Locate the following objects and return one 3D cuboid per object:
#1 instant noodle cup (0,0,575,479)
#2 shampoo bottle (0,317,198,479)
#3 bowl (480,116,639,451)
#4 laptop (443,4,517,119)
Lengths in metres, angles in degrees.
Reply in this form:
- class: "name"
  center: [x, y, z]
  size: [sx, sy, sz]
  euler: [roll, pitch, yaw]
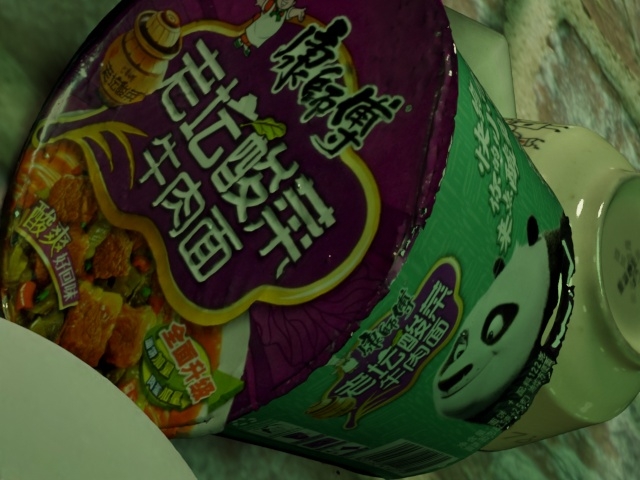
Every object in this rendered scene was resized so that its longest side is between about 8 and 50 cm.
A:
- class: "instant noodle cup"
  center: [0.000, 0.000, 0.615]
  size: [0.190, 0.251, 0.251]
  euler: [35, 53, -48]
- class: "shampoo bottle"
  center: [-0.171, 0.148, 0.335]
  size: [0.273, 0.266, 0.273]
  euler: [18, 65, -44]
- class: "bowl"
  center: [0.161, 0.023, 0.851]
  size: [0.237, 0.126, 0.238]
  euler: [11, 76, -48]
- class: "laptop"
  center: [0.061, -0.091, 0.873]
  size: [0.269, 0.015, 0.188]
  euler: [13, 68, -47]
